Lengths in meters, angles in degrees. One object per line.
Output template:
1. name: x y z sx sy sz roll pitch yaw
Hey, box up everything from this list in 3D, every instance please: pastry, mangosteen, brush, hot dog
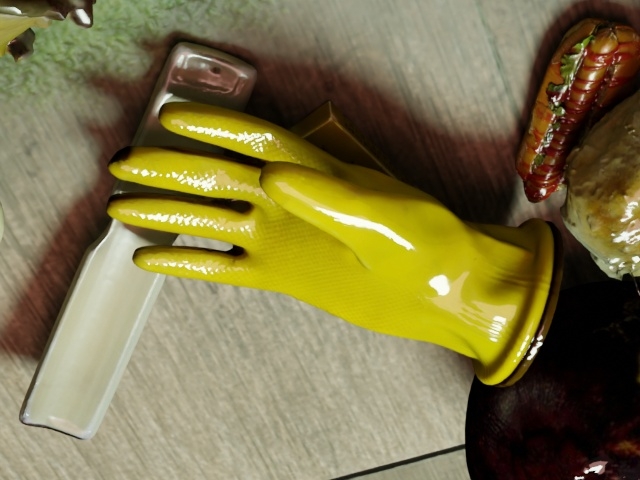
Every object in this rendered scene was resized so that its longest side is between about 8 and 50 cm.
1. pastry: 0.225 -0.042 1.156 0.153 0.081 0.153 -22 136 -23
2. mangosteen: 0.226 0.136 1.269 0.228 0.228 0.265 -47 161 30
3. brush: -0.129 0.002 1.208 0.060 0.050 0.321 18 120 -17
4. hot dog: 0.166 -0.082 1.161 0.062 0.038 0.144 9 130 -14

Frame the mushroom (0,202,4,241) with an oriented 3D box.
1. mushroom: -0.274 -0.007 1.132 0.154 0.122 0.154 -7 131 -9

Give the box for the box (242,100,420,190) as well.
1. box: 0.021 -0.022 1.212 0.089 0.022 0.156 -33 127 24

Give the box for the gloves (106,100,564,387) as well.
1. gloves: -0.001 0.001 1.155 0.294 0.116 0.133 18 115 -13

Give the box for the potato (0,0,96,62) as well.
1. potato: -0.277 -0.245 0.856 0.296 0.290 0.397 -10 117 41
